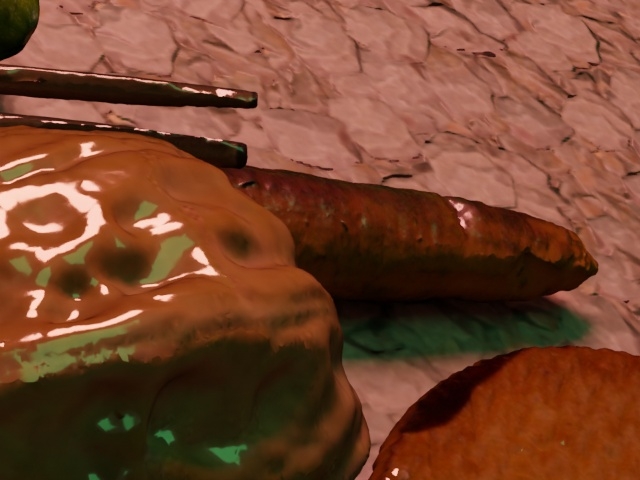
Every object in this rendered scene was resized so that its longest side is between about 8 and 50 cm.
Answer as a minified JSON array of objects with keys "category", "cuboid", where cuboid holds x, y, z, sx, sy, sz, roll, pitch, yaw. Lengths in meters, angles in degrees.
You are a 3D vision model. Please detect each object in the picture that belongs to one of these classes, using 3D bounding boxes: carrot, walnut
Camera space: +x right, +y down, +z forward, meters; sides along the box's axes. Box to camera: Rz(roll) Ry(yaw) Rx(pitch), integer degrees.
[{"category":"carrot","cuboid":[0.000,0.000,0.777,0.314,0.066,0.066,8,41,-31]},{"category":"walnut","cuboid":[-0.096,0.061,0.534,0.213,0.213,0.213,18,38,-14]}]

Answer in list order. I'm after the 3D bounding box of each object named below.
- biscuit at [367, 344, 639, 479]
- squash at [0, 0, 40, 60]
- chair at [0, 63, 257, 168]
[{"category":"biscuit","cuboid":[0.153,0.163,0.696,0.305,0.038,0.305,16,39,-14]},{"category":"squash","cuboid":[-0.257,-0.164,0.778,0.292,0.082,0.082,27,37,-1]},{"category":"chair","cuboid":[-0.160,-0.120,0.648,0.272,0.166,0.188,0,12,-1]}]
